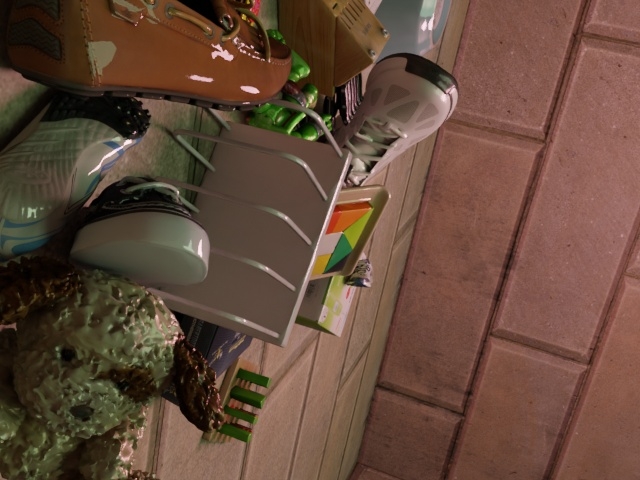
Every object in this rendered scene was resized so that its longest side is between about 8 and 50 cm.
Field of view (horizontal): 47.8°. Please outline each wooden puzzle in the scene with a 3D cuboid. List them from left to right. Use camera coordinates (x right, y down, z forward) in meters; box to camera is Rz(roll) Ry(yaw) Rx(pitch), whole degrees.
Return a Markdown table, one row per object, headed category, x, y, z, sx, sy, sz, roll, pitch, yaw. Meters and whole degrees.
| category | x | y | z | sx | sy | sz | roll | pitch | yaw |
| --- | --- | --- | --- | --- | --- | --- | --- | --- | --- |
| wooden puzzle | 0.000 | 0.000 | 1.304 | 0.239 | 0.044 | 0.221 | -5 | 134 | -37 |

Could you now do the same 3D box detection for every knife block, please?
| category | x | y | z | sx | sy | sz | roll | pitch | yaw |
| --- | --- | --- | --- | --- | --- | --- | --- | --- | --- |
| knife block | -0.023 | -0.306 | 1.179 | 0.275 | 0.242 | 0.088 | 46 | 46 | -20 |

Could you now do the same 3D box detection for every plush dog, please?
| category | x | y | z | sx | sy | sz | roll | pitch | yaw |
| --- | --- | --- | --- | --- | --- | --- | --- | --- | --- |
| plush dog | -0.212 | 0.123 | 0.630 | 0.225 | 0.262 | 0.210 | -46 | -153 | 22 |

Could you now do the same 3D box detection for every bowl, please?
| category | x | y | z | sx | sy | sz | roll | pitch | yaw |
| --- | --- | --- | --- | --- | --- | --- | --- | --- | --- |
| bowl | 0.182 | -0.511 | 1.520 | 0.311 | 0.163 | 0.311 | 16 | 90 | -75 |

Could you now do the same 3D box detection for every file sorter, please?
| category | x | y | z | sx | sy | sz | roll | pitch | yaw |
| --- | --- | --- | --- | --- | --- | --- | --- | --- | --- |
| file sorter | -0.107 | -0.036 | 0.912 | 0.173 | 0.193 | 0.277 | 49 | 59 | -69 |

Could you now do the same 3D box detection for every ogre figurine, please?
| category | x | y | z | sx | sy | sz | roll | pitch | yaw |
| --- | --- | --- | --- | --- | --- | --- | --- | --- | --- |
| ogre figurine | -0.055 | -0.207 | 1.090 | 0.118 | 0.097 | 0.197 | -59 | 157 | -26 |

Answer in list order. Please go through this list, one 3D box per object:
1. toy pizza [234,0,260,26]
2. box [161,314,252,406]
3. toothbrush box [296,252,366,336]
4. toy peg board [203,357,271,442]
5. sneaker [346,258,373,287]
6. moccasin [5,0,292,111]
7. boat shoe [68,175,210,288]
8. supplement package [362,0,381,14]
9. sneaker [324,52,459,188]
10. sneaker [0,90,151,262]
| category | x | y | z | sx | sy | sz | roll | pitch | yaw |
| --- | --- | --- | --- | --- | --- | --- | --- | --- | --- |
| toy pizza | -0.117 | -0.289 | 0.902 | 0.201 | 0.032 | 0.201 | 17 | 90 | -76 |
| box | -0.152 | 0.130 | 1.131 | 0.183 | 0.059 | 0.233 | -66 | 169 | 24 |
| toothbrush box | -0.001 | 0.085 | 1.579 | 0.283 | 0.122 | 0.206 | 56 | 52 | -74 |
| toy peg board | -0.141 | 0.321 | 1.402 | 0.160 | 0.079 | 0.161 | 59 | 50 | -71 |
| sneaker | 0.087 | 0.069 | 1.571 | 0.135 | 0.052 | 0.058 | -31 | 125 | -81 |
| moccasin | -0.138 | -0.213 | 0.717 | 0.380 | 0.139 | 0.146 | -9 | 117 | -59 |
| boat shoe | -0.170 | -0.012 | 0.671 | 0.301 | 0.108 | 0.102 | 161 | -58 | -66 |
| supplement package | 0.046 | -0.455 | 1.171 | 0.105 | 0.105 | 0.179 | -62 | 162 | -18 |
| sneaker | 0.089 | -0.150 | 1.341 | 0.257 | 0.169 | 0.447 | -64 | -170 | -19 |
| sneaker | -0.232 | -0.071 | 0.653 | 0.086 | 0.085 | 0.237 | -44 | -167 | 37 |
